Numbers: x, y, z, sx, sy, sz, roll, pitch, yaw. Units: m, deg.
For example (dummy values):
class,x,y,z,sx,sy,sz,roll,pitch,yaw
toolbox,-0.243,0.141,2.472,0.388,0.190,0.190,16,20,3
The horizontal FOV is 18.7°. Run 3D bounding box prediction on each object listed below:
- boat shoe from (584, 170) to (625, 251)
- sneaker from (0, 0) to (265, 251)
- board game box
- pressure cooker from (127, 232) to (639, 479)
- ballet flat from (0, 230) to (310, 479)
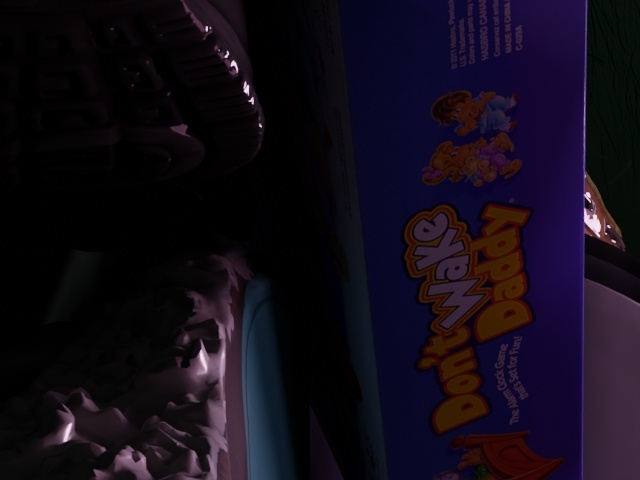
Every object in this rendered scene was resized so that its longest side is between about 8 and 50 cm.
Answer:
class,x,y,z,sx,sy,sz,roll,pitch,yaw
boat shoe,0.086,-0.032,1.101,0.307,0.110,0.104,51,50,-46
sneaker,-0.070,-0.072,0.587,0.286,0.109,0.130,120,-30,-82
board game box,0.013,-0.071,0.694,0.233,0.078,0.347,-116,-167,-44
pressure cooker,0.061,0.193,0.972,0.420,0.375,0.370,-73,169,-55
ballet flat,-0.072,0.075,0.553,0.409,0.147,0.147,-66,165,-85
